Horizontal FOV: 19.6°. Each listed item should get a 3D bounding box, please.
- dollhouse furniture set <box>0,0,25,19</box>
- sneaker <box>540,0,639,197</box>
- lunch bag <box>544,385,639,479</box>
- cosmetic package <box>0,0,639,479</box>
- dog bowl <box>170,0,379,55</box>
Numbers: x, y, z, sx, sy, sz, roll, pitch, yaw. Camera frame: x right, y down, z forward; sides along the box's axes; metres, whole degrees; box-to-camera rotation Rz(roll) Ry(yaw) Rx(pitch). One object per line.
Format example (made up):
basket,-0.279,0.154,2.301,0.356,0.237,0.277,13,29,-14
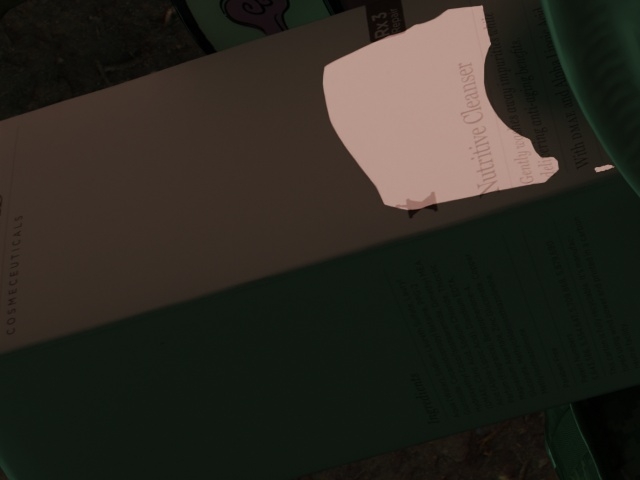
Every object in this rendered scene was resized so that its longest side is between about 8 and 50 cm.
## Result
dollhouse furniture set,-0.039,-0.270,0.792,0.362,0.257,0.394,60,-158,-20
sneaker,0.116,-0.166,0.536,0.322,0.130,0.236,57,-150,-23
lunch bag,0.249,0.190,1.133,0.235,0.169,0.287,67,-179,-70
cosmetic package,0.000,0.000,1.022,0.217,0.385,0.156,-98,-11,-49
dog bowl,0.046,-0.297,1.231,0.408,0.150,0.407,-24,-62,-58
